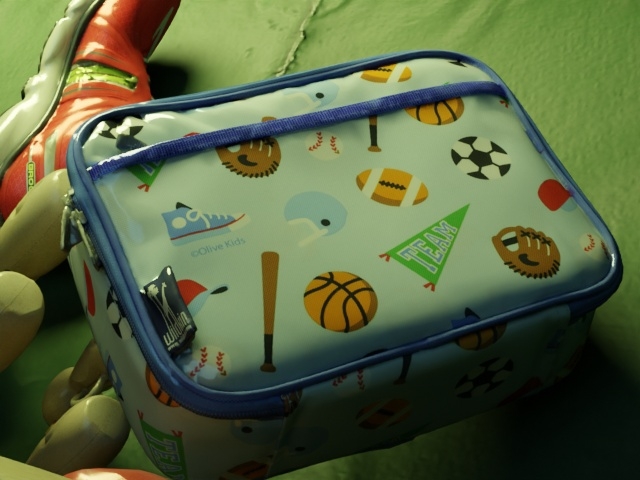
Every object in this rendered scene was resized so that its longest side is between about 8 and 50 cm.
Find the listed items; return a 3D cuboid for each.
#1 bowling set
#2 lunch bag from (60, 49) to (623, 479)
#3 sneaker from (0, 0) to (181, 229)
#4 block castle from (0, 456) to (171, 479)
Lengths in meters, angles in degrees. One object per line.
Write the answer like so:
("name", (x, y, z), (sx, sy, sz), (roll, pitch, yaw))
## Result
("bowling set", (-0.168, 0.113, 0.821), (0.154, 0.200, 0.287), (-43, 12, 34))
("lunch bag", (0.000, 0.000, 0.781), (0.303, 0.115, 0.243), (-12, 55, -21))
("sneaker", (-0.161, -0.097, 1.036), (0.118, 0.107, 0.279), (18, 62, 12))
("block castle", (-0.263, 0.284, 0.611), (0.453, 0.213, 0.303), (-15, 66, 15))
